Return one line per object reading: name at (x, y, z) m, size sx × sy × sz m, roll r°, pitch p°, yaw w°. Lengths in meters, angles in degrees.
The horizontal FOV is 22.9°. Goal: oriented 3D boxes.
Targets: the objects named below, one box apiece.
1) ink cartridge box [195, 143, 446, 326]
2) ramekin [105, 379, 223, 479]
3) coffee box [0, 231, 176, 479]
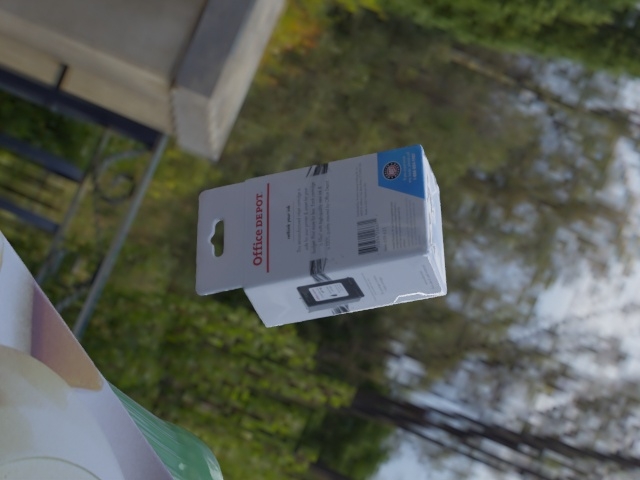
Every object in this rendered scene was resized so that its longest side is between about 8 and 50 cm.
ink cartridge box at (0.000, 0.000, 1.199) m, size 0.060 × 0.180 × 0.104 m, roll 62°, pitch 22°, yaw -51°
ramekin at (-0.220, 0.204, 1.011) m, size 0.303 × 0.148 × 0.303 m, roll -37°, pitch -156°, yaw 19°
coffee box at (-0.107, 0.093, 0.375) m, size 0.246 × 0.098 × 0.141 m, roll 60°, pitch 43°, yaw -33°
